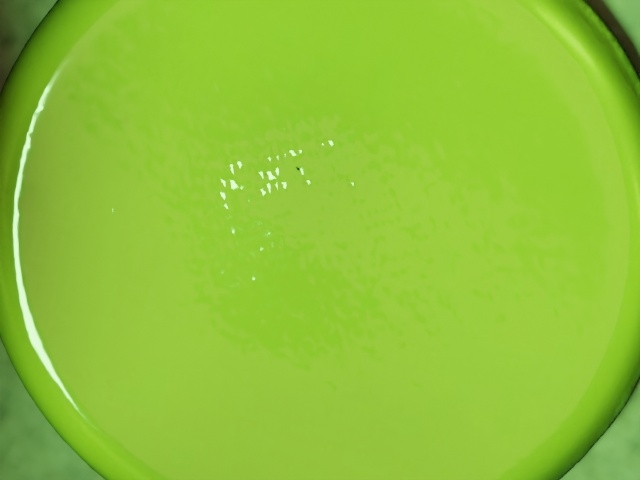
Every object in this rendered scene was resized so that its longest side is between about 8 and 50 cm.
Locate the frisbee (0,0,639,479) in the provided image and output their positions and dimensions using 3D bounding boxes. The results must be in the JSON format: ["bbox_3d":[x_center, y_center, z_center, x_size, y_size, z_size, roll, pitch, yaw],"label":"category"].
[{"bbox_3d":[0.000,0.000,0.605,0.236,0.017,0.236,1,105,5],"label":"frisbee"}]
